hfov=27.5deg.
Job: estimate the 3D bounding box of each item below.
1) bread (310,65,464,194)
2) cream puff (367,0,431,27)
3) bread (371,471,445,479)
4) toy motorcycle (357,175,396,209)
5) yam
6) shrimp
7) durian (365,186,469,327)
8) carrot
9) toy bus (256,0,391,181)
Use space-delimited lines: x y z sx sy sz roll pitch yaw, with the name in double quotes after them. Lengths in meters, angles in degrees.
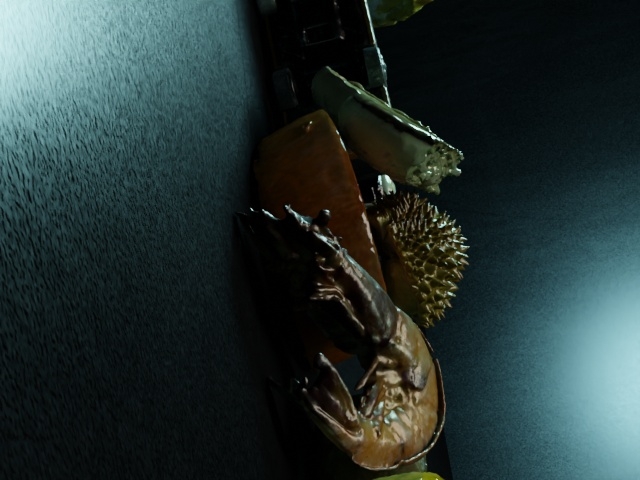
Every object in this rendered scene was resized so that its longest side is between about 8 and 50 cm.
0.072 -0.106 1.364 0.172 0.064 0.232 28 10 -29 "bread"
0.093 -0.481 2.134 0.185 0.282 0.282 -45 126 -54 "cream puff"
0.053 0.265 0.937 0.197 0.170 0.197 -11 90 -82 "bread"
0.057 -0.118 1.889 0.263 0.091 0.157 -100 -177 -69 "toy motorcycle"
0.050 0.242 1.212 0.194 0.107 0.107 -93 169 -49 "yam"
0.016 0.099 1.151 0.289 0.075 0.178 52 36 -35 "shrimp"
0.099 0.013 1.390 0.208 0.102 0.146 -132 -158 -71 "durian"
0.000 0.000 1.350 0.307 0.100 0.258 94 -17 -86 "carrot"
0.011 -0.206 1.553 0.167 0.138 0.275 65 12 -67 "toy bus"
